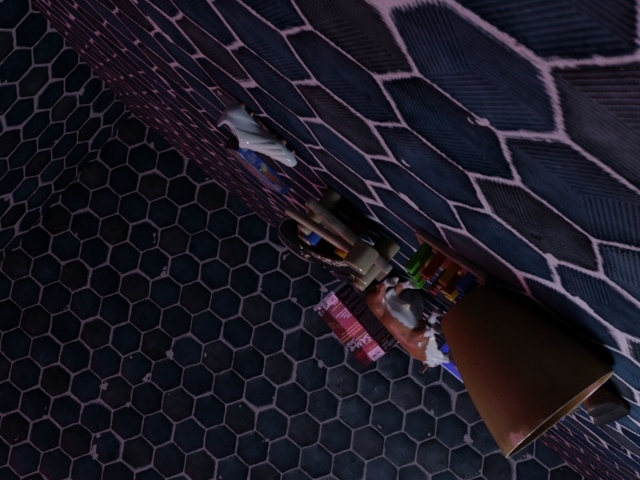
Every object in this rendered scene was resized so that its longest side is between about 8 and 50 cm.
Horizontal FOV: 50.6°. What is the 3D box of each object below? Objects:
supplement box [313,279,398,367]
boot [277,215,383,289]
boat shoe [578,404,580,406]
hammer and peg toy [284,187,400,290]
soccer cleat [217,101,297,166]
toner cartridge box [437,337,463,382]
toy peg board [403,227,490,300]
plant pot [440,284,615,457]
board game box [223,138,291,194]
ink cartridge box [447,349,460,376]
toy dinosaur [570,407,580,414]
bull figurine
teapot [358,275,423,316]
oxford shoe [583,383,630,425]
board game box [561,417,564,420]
[{"bbox_3d":[0.102,0.248,2.007,0.239,0.073,0.130,48,139,6],"label":"supplement box"},{"bbox_3d":[0.000,0.000,1.975,0.377,0.138,0.284,33,175,23],"label":"boot"},{"bbox_3d":[0.540,0.336,1.487,0.070,0.078,0.219,38,173,28],"label":"boat shoe"},{"bbox_3d":[0.061,-0.011,1.610,0.266,0.127,0.361,41,174,6],"label":"hammer and peg toy"},{"bbox_3d":[-0.138,-0.220,1.492,0.196,0.076,0.068,41,174,-14],"label":"soccer cleat"},{"bbox_3d":[0.513,0.423,2.077,0.348,0.075,0.165,39,-165,8],"label":"toner cartridge box"},{"bbox_3d":[0.245,0.075,1.330,0.160,0.079,0.161,37,174,25],"label":"toy peg board"},{"bbox_3d":[0.338,0.212,1.212,0.254,0.237,0.237,50,180,26],"label":"plant pot"},{"bbox_3d":[-0.190,-0.221,2.026,0.201,0.035,0.136,42,174,-27],"label":"board game box"},{"bbox_3d":[0.419,0.383,1.771,0.223,0.045,0.224,51,-172,5],"label":"ink cartridge box"},{"bbox_3d":[0.599,0.403,1.751,0.183,0.053,0.092,40,176,-4],"label":"toy dinosaur"},{"bbox_3d":[0.257,0.232,1.919,0.310,0.101,0.188,43,138,9],"label":"bull figurine"},{"bbox_3d":[0.211,0.207,2.138,0.256,0.187,0.252,10,-175,17],"label":"teapot"},{"bbox_3d":[0.564,0.319,1.353,0.212,0.076,0.076,43,-156,-50],"label":"oxford shoe"},{"bbox_3d":[0.571,0.420,1.906,0.210,0.047,0.160,30,179,-26],"label":"board game box"}]
